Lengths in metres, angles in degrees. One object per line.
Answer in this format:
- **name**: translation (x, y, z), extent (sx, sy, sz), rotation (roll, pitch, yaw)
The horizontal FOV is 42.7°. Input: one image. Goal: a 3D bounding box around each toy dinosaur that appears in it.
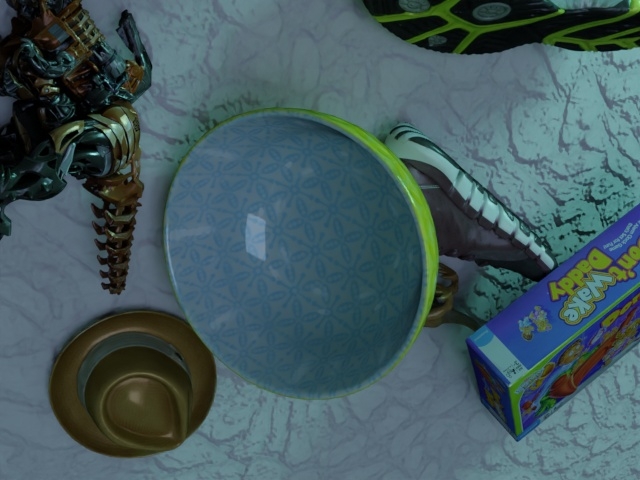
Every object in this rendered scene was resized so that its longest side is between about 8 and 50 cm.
- **toy dinosaur**: translation (0.146, 0.090, 1.030), extent (0.212, 0.064, 0.112), rotation (7, 131, -20)
- **toy dinosaur**: translation (-0.235, -0.097, 0.735), extent (0.218, 0.164, 0.322), rotation (-28, 98, -29)

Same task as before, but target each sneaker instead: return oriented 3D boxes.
- **sneaker**: translation (0.213, -0.290, 0.875), extent (0.385, 0.145, 0.147), rotation (-1, 80, -21)
- **sneaker**: translation (0.141, 0.000, 0.970), extent (0.281, 0.106, 0.162), rotation (37, 100, -23)

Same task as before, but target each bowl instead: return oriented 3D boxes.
- **bowl**: translation (0.000, 0.000, 0.843), extent (0.156, 0.290, 0.289), rotation (-27, 129, -59)

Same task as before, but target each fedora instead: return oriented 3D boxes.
- **fedora**: translation (-0.195, 0.173, 0.892), extent (0.194, 0.079, 0.194), rotation (-9, 114, -21)

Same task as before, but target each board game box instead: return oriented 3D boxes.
- **board game box**: translation (0.352, 0.091, 1.043), extent (0.347, 0.078, 0.233), rotation (-37, 148, -6)
